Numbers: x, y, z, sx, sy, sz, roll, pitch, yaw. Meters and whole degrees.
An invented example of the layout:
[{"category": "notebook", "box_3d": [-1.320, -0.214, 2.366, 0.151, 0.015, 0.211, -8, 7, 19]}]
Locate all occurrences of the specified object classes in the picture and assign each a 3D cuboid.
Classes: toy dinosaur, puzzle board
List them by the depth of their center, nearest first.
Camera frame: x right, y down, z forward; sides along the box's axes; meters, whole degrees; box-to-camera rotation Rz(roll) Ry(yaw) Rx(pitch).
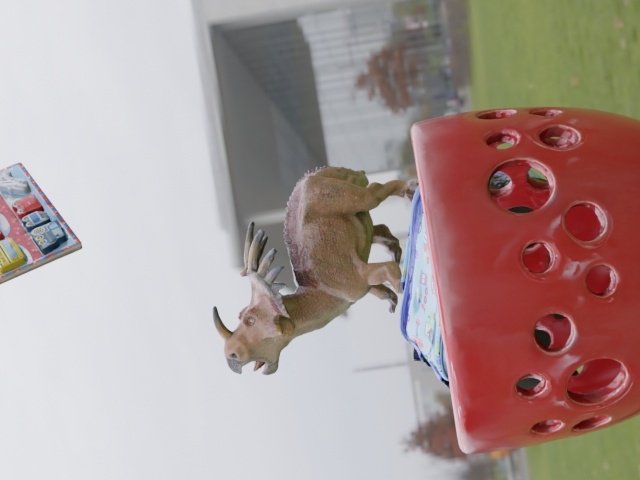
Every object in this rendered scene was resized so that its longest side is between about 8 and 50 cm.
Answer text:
[{"category": "puzzle board", "box_3d": [-0.230, -0.009, 0.904, 0.128, 0.096, 0.011, 43, 152, 48]}, {"category": "toy dinosaur", "box_3d": [0.000, 0.000, 1.419, 0.127, 0.200, 0.295, 112, 168, -52]}]

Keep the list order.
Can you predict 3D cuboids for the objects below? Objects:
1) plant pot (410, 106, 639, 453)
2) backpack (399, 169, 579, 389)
[{"category": "plant pot", "box_3d": [0.147, 0.016, 0.736, 0.191, 0.174, 0.191, -7, -90, -85]}, {"category": "backpack", "box_3d": [0.118, 0.020, 0.955, 0.173, 0.117, 0.158, -126, 41, -68]}]
